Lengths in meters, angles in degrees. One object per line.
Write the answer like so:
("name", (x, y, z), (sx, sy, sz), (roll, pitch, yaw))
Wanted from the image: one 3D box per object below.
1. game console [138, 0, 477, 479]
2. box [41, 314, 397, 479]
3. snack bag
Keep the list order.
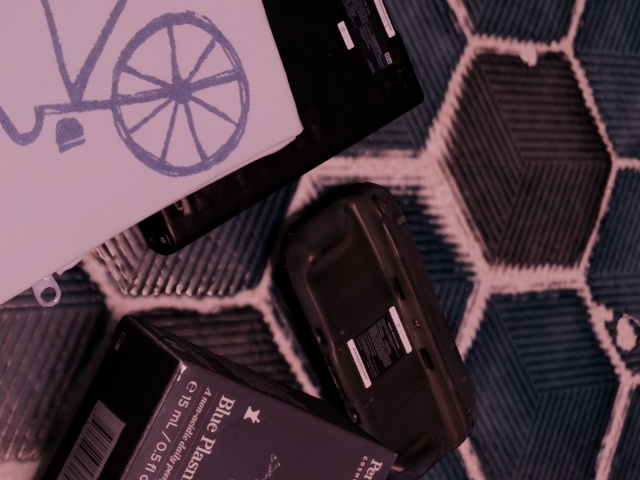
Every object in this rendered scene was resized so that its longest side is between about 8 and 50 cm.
("game console", (0.000, 0.000, 0.827), (0.213, 0.044, 0.361), (-32, 108, -29))
("box", (-0.067, 0.149, 0.730), (0.158, 0.093, 0.156), (28, 88, -32))
("snack bag", (-0.183, -0.115, 0.627), (0.342, 0.037, 0.323), (-34, 120, -27))
